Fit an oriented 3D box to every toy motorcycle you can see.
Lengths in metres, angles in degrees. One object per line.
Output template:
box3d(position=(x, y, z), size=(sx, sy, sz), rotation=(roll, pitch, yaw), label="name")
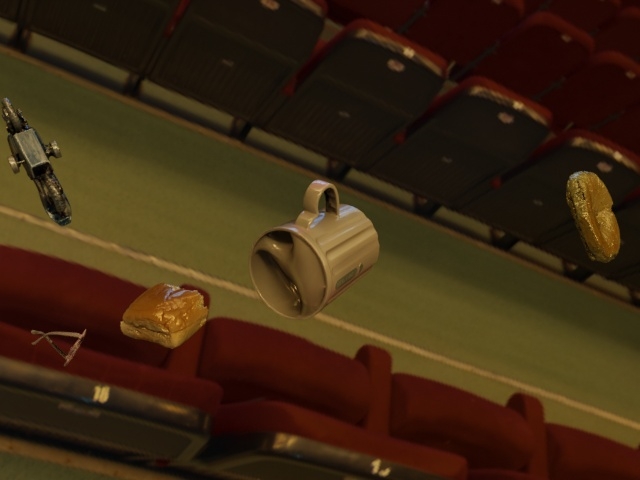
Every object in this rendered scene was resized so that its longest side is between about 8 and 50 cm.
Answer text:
box3d(position=(-0.545, -0.149, 1.496), size=(0.092, 0.135, 0.254), rotation=(-27, 79, -19), label="toy motorcycle")

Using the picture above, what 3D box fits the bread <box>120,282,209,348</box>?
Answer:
box3d(position=(-0.260, 0.121, 1.305), size=(0.125, 0.082, 0.106), rotation=(11, 24, 26), label="bread")

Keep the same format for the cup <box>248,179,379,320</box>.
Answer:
box3d(position=(0.009, 0.013, 1.382), size=(0.167, 0.221, 0.202), rotation=(47, 38, 11), label="cup")

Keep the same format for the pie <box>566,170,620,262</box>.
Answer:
box3d(position=(0.237, -0.021, 0.678), size=(0.084, 0.020, 0.084), rotation=(24, 57, -44), label="pie")

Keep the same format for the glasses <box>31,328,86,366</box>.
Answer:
box3d(position=(-0.598, 0.223, 1.769), size=(0.104, 0.140, 0.062), rotation=(32, 51, -5), label="glasses")
